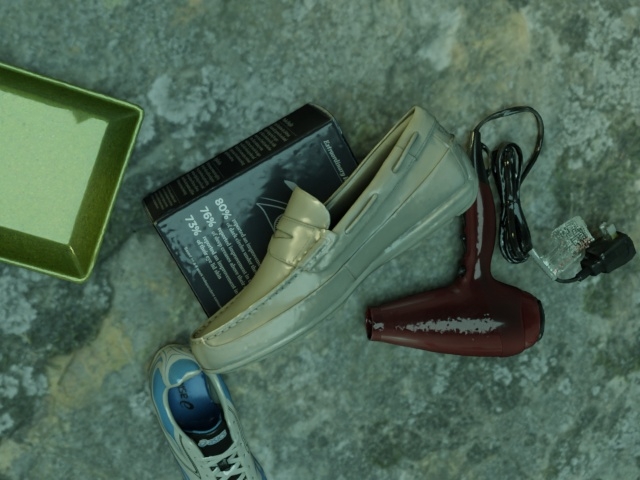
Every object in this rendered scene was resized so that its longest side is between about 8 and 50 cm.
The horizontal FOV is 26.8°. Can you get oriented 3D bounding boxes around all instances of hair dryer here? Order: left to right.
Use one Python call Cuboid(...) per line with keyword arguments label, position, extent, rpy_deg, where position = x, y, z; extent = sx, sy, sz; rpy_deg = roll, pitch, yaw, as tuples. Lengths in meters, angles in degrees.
Cuboid(label="hair dryer", position=(0.168, 0.019, 1.441), extent=(0.293, 0.080, 0.223), rpy_deg=(-41, 94, -6))

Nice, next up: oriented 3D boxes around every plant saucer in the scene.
Cuboid(label="plant saucer", position=(-0.289, -0.072, 1.303), extent=(0.188, 0.045, 0.188), rpy_deg=(17, 100, -17))

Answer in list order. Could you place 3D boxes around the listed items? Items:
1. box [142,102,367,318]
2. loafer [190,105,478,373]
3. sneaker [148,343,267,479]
Cuboid(label="box", position=(-0.050, -0.019, 1.343), extent=(0.207, 0.108, 0.153), rpy_deg=(-30, 109, -5))
Cuboid(label="loafer", position=(0.000, 0.000, 1.251), extent=(0.319, 0.112, 0.111), rpy_deg=(-39, 106, -9))
Cuboid(label="sneaker", position=(-0.113, 0.219, 1.405), extent=(0.085, 0.086, 0.237), rpy_deg=(-26, 111, -7))
